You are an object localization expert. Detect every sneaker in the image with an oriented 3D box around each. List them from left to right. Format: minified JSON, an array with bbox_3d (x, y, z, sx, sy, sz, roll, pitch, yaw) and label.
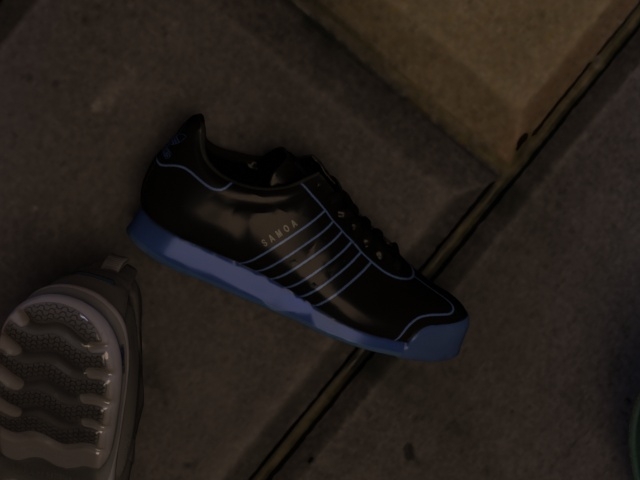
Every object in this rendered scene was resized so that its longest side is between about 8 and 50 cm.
[{"bbox_3d":[-0.150,0.138,1.164,0.105,0.115,0.281,23,121,8],"label":"sneaker"},{"bbox_3d":[0.000,0.000,1.169,0.232,0.081,0.090,21,107,-17],"label":"sneaker"}]

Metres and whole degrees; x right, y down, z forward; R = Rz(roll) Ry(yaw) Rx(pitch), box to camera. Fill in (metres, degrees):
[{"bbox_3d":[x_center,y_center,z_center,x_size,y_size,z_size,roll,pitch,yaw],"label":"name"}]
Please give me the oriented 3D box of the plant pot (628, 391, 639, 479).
[{"bbox_3d":[0.377,0.141,1.216,0.196,0.293,0.293,-36,113,-29],"label":"plant pot"}]
